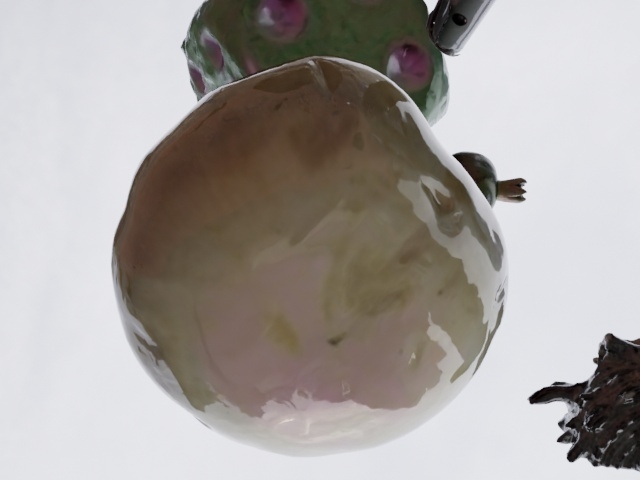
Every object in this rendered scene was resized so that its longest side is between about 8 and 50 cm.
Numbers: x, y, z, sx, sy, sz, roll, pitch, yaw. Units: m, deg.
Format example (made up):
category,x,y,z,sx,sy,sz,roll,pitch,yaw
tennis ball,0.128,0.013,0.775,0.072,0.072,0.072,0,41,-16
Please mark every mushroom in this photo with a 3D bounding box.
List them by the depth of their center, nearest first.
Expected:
category,x,y,z,sx,sy,sz,roll,pitch,yaw
mushroom,0.004,0.001,0.691,0.325,0.353,0.353,115,-35,-45

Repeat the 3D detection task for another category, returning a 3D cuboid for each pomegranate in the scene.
category,x,y,z,sx,sy,sz,roll,pitch,yaw
pomegranate,0.244,-0.080,1.160,0.142,0.114,0.115,6,-112,3

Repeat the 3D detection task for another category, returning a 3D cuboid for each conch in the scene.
category,x,y,z,sx,sy,sz,roll,pitch,yaw
conch,0.462,0.211,1.084,0.312,0.241,0.186,-27,-104,-8

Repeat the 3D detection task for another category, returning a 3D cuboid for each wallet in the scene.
category,x,y,z,sx,sy,sz,roll,pitch,yaw
wallet,0.156,-0.282,0.632,0.231,0.069,0.170,123,-12,-59

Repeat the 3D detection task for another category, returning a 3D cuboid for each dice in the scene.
category,x,y,z,sx,sy,sz,roll,pitch,yaw
dice,-0.012,-0.262,1.207,0.330,0.322,0.318,-29,-175,-16
